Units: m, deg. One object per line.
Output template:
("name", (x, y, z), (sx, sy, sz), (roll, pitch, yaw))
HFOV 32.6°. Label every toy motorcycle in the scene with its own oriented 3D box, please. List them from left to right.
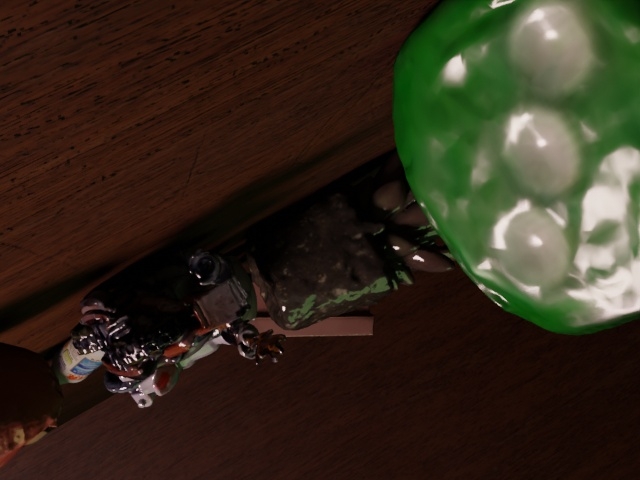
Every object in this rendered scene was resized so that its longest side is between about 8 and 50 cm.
("toy motorcycle", (-0.152, 0.081, 1.234), (0.207, 0.134, 0.401), (-29, -171, -22))
("toy motorcycle", (-0.167, 0.108, 1.438), (0.171, 0.110, 0.260), (1, -140, 40))

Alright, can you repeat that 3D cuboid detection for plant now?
("plant", (0.056, -0.004, 1.568), (0.321, 0.194, 0.181), (-23, 176, -14))

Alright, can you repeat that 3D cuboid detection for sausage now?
("sausage", (-0.379, 0.189, 1.081), (0.148, 0.148, 0.254), (-36, 180, 44))

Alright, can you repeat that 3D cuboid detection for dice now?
("dice", (0.259, -0.113, 0.936), (0.287, 0.300, 0.297), (-29, 175, -43))

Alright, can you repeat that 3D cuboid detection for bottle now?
("bottle", (-0.341, 0.164, 1.535), (0.060, 0.060, 0.217), (-26, 175, -41))

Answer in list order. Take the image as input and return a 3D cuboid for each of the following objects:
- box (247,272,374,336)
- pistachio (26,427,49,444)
("box", (-0.047, 0.099, 1.728), (0.215, 0.086, 0.215), (0, -179, -15))
("pistachio", (-0.419, 0.232, 1.512), (0.113, 0.113, 0.149), (-30, -178, -12))
